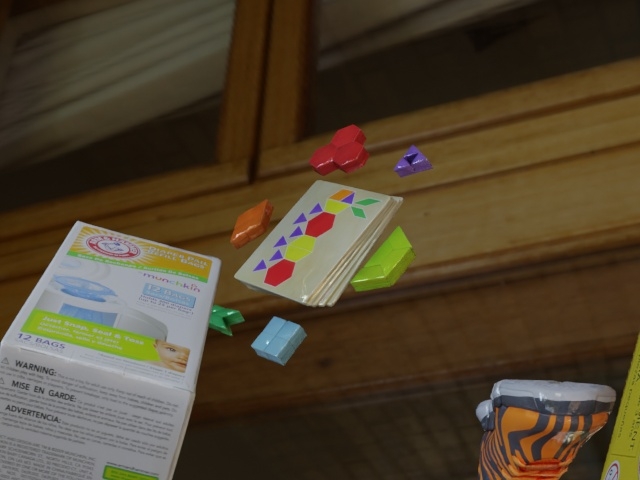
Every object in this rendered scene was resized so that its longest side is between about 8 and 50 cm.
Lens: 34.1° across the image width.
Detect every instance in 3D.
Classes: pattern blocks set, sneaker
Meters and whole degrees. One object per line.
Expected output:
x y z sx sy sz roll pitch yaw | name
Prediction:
0.000 0.000 1.233 0.325 0.285 0.026 -44 -53 -14 | pattern blocks set
0.227 0.244 1.076 0.321 0.124 0.180 80 -166 -73 | sneaker

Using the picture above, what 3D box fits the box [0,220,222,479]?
-0.136 0.079 0.680 0.203 0.114 0.103 -90 16 -69 | box

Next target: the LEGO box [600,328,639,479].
0.243 0.069 0.340 0.372 0.193 0.500 97 -169 -81 | LEGO box
